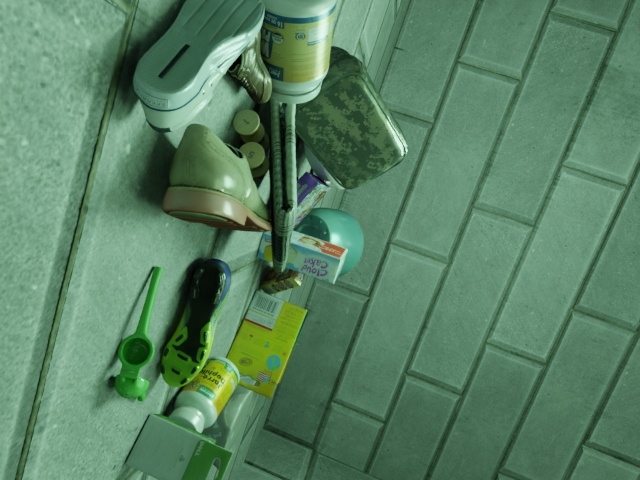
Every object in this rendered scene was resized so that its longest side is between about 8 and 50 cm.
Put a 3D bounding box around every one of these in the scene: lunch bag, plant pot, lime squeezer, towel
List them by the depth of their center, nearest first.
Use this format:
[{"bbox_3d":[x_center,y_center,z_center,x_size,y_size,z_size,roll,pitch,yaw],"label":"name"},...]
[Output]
[{"bbox_3d":[-0.311,0.202,0.740,0.110,0.058,0.311,-54,162,-65],"label":"lime squeezer"},{"bbox_3d":[-0.086,-0.126,0.956,0.312,0.056,0.325,105,-19,-63],"label":"towel"},{"bbox_3d":[0.064,-0.321,1.076,0.305,0.212,0.256,44,28,-38],"label":"lunch bag"},{"bbox_3d":[0.000,0.000,1.681,0.235,0.292,0.293,14,96,-67],"label":"plant pot"}]

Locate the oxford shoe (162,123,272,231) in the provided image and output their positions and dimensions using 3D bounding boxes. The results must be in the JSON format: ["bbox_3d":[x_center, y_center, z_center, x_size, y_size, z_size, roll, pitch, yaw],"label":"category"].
[{"bbox_3d":[-0.159,-0.095,0.774,0.397,0.140,0.147,99,-4,-87],"label":"oxford shoe"}]

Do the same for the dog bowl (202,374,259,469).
[{"bbox_3d":[-0.345,0.679,1.615,0.349,0.102,0.349,20,90,-82],"label":"dog bowl"}]

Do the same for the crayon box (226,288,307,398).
[{"bbox_3d":[-0.195,0.358,1.472,0.081,0.202,0.319,89,23,-71],"label":"crayon box"}]

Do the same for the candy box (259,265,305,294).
[{"bbox_3d":[-0.128,0.127,1.518,0.186,0.053,0.109,-23,-149,44],"label":"candy box"}]

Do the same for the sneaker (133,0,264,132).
[{"bbox_3d":[-0.162,-0.249,0.566,0.258,0.094,0.091,-60,-173,-32],"label":"sneaker"}]

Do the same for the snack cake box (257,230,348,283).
[{"bbox_3d":[-0.054,0.041,1.386,0.152,0.264,0.089,-40,148,-75],"label":"snack cake box"}]

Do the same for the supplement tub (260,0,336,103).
[{"bbox_3d":[-0.051,-0.370,0.768,0.200,0.144,0.145,99,13,-56],"label":"supplement tub"}]

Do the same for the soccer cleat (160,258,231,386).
[{"bbox_3d":[-0.261,0.178,0.917,0.121,0.093,0.290,-65,175,-86],"label":"soccer cleat"}]

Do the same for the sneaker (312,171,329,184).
[{"bbox_3d":[0.036,-0.323,1.774,0.145,0.090,0.270,105,11,-54],"label":"sneaker"}]

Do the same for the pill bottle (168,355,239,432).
[{"bbox_3d":[-0.306,0.412,1.104,0.208,0.117,0.118,-56,164,-61],"label":"pill bottle"}]

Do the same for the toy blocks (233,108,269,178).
[{"bbox_3d":[-0.133,-0.185,0.881,0.148,0.054,0.124,65,15,-80],"label":"toy blocks"}]

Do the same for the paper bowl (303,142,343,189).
[{"bbox_3d":[0.047,-0.307,1.379,0.284,0.147,0.285,40,43,-51],"label":"paper bowl"}]

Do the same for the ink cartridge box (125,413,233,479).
[{"bbox_3d":[-0.303,0.477,0.930,0.062,0.209,0.109,92,20,-67],"label":"ink cartridge box"}]

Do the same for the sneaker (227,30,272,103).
[{"bbox_3d":[-0.136,-0.299,0.725,0.071,0.066,0.188,-50,161,-19],"label":"sneaker"}]

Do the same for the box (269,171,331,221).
[{"bbox_3d":[-0.068,-0.124,1.379,0.201,0.057,0.293,-47,176,9],"label":"box"}]

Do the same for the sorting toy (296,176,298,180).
[{"bbox_3d":[-0.091,-0.179,1.402,0.061,0.042,0.102,99,13,-57],"label":"sorting toy"}]
